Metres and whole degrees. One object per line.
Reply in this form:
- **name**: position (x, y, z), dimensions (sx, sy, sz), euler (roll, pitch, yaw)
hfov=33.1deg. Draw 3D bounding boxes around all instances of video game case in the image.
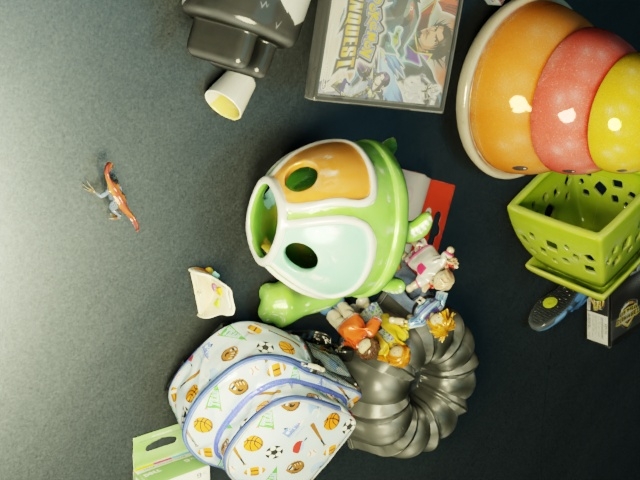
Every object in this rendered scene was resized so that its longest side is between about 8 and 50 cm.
- **video game case**: position (0.106, -0.337, 1.619), dimensions (0.248, 0.035, 0.275), euler (1, 104, -34)

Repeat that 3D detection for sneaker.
- **sneaker**: position (0.526, 0.135, 2.303), dimensions (0.209, 0.069, 0.082), euler (-43, 132, -24)

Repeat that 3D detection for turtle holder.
- **turtle holder**: position (-0.001, -0.020, 1.682), dimensions (0.227, 0.320, 0.243), euler (-3, 72, -28)

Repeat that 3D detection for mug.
- **mug**: position (-0.131, -0.221, 1.596), dimensions (0.062, 0.078, 0.064), euler (36, 67, -11)

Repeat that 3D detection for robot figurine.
- **robot figurine**: position (-0.087, -0.371, 1.491), dimensions (0.173, 0.209, 0.278), euler (18, 92, -15)

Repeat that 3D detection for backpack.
- **backpack**: position (-0.095, 0.260, 1.668), dimensions (0.263, 0.213, 0.276), euler (31, 100, -30)

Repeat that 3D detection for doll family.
- **doll family**: position (0.141, 0.120, 1.821), dimensions (0.263, 0.163, 0.118), euler (-43, 139, 0)

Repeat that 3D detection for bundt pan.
- **bundt pan**: position (0.171, 0.255, 1.980), dimensions (0.330, 0.124, 0.331), euler (-16, 114, -39)

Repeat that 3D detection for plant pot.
- **plant pot**: position (0.537, -0.023, 2.158), dimensions (0.228, 0.227, 0.207), euler (-39, 133, -27)

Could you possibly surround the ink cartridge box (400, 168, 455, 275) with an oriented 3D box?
- **ink cartridge box**: position (0.163, -0.027, 1.925), dimensions (0.232, 0.066, 0.189), euler (11, 96, -40)

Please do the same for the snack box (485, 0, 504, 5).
- **snack box**: position (0.300, -0.497, 1.901), dimensions (0.141, 0.037, 0.100), euler (41, 75, -43)

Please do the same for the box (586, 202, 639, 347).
- **box**: position (0.716, 0.056, 2.451), dimensions (0.295, 0.073, 0.293), euler (-22, 119, -37)

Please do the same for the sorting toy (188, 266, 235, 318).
- **sorting toy**: position (-0.159, 0.082, 1.649), dimensions (0.045, 0.075, 0.083), euler (-26, 121, -34)

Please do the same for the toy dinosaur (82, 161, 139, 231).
- **toy dinosaur**: position (-0.281, -0.069, 1.496), dimensions (0.047, 0.090, 0.082), euler (-55, 167, -34)

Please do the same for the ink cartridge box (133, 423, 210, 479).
- **ink cartridge box**: position (-0.234, 0.402, 1.698), dimensions (0.109, 0.062, 0.209), euler (-12, 111, -39)

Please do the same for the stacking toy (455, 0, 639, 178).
- **stacking toy**: position (0.505, -0.224, 1.866), dimensions (0.350, 0.480, 0.351), euler (-18, 119, -36)
